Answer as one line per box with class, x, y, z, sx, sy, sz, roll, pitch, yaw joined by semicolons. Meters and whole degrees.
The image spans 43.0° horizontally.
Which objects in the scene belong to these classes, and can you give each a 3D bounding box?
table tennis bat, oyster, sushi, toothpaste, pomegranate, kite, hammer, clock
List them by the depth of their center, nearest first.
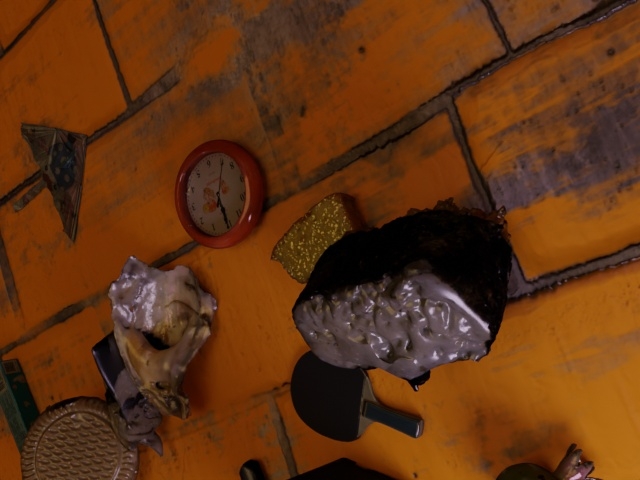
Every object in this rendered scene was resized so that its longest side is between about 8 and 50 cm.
pomegranate;0.318;0.365;1.156;0.129;0.159;0.129;44;155;27
sushi;0.129;0.088;1.218;0.348;0.207;0.234;-14;123;38
table tennis bat;0.055;0.277;1.387;0.274;0.021;0.154;14;100;36
hammer;-0.074;0.535;1.477;0.137;0.037;0.290;-35;73;32
clock;-0.191;-0.087;1.526;0.205;0.051;0.205;1;92;34
oyster;-0.304;0.179;1.588;0.275;0.100;0.271;36;102;17
sushi;-0.389;0.310;1.657;0.109;0.134;0.273;-12;100;48
kite;-0.619;-0.143;1.852;0.314;0.011;0.335;-37;71;30
toothpaste;-0.703;0.410;1.909;0.065;0.050;0.267;-39;70;29

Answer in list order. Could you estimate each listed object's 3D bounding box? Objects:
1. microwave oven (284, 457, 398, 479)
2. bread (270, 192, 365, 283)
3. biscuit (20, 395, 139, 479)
microwave oven;0.026;0.479;1.281;0.178;0.247;0.188;10;96;38
bread;0.000;0.000;1.389;0.187;0.065;0.103;-45;69;26
biscuit;-0.497;0.452;1.677;0.259;0.079;0.259;0;76;-2
